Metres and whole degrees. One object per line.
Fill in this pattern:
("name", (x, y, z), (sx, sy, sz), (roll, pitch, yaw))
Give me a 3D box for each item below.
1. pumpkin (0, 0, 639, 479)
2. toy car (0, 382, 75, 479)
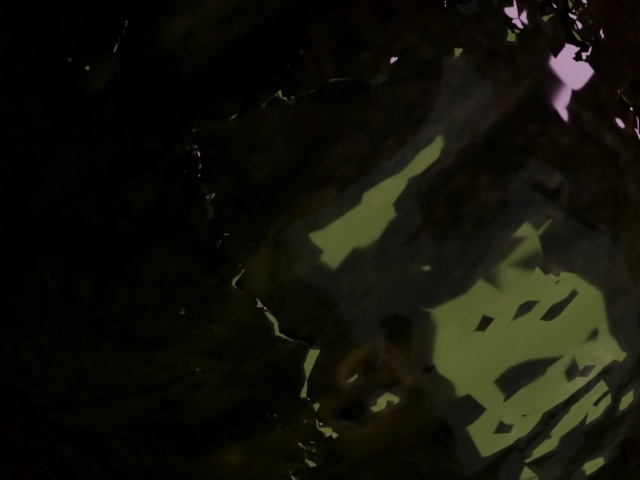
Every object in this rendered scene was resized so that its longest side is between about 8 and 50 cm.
("pumpkin", (-0.017, -0.038, 0.508), (0.192, 0.320, 0.320), (-31, 154, -4))
("toy car", (-0.138, 0.125, 0.679), (0.240, 0.271, 0.340), (-32, 159, 19))
